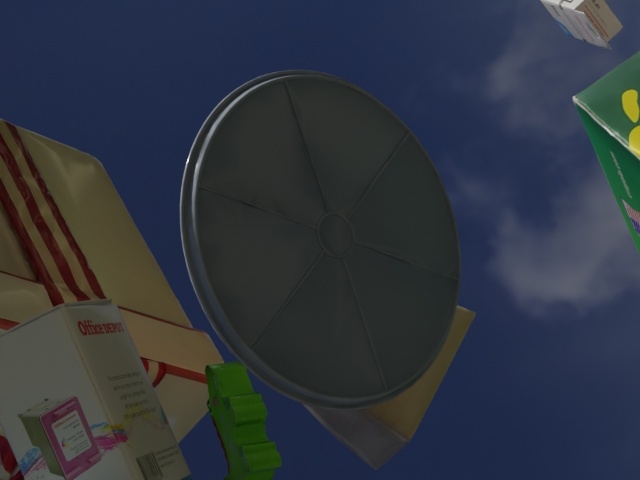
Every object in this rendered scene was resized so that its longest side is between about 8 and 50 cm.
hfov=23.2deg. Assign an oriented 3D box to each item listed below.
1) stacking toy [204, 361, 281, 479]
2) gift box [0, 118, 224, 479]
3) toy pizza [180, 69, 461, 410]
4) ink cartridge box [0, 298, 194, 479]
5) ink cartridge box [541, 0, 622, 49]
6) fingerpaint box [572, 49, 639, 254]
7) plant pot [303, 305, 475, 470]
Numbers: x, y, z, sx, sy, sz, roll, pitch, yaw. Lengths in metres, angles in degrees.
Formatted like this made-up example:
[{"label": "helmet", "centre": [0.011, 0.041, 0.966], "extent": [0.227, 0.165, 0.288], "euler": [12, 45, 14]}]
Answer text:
[{"label": "stacking toy", "centre": [-0.084, 0.163, 0.637], "extent": [0.167, 0.052, 0.221], "euler": [-3, -114, -30]}, {"label": "gift box", "centre": [-0.250, 0.078, 0.955], "extent": [0.276, 0.255, 0.258], "euler": [14, -148, -47]}, {"label": "toy pizza", "centre": [0.000, 0.000, 0.907], "extent": [0.201, 0.032, 0.201], "euler": [11, -109, -35]}, {"label": "ink cartridge box", "centre": [-0.106, 0.093, 0.736], "extent": [0.052, 0.088, 0.122], "euler": [-24, -95, 8]}, {"label": "ink cartridge box", "centre": [0.236, -0.201, 1.391], "extent": [0.028, 0.083, 0.048], "euler": [-44, -63, -2]}, {"label": "fingerpaint box", "centre": [0.411, -0.021, 1.028], "extent": [0.371, 0.163, 0.445], "euler": [-36, -46, -2]}, {"label": "plant pot", "centre": [0.035, 0.088, 1.137], "extent": [0.096, 0.109, 0.109], "euler": [29, -113, 0]}]
